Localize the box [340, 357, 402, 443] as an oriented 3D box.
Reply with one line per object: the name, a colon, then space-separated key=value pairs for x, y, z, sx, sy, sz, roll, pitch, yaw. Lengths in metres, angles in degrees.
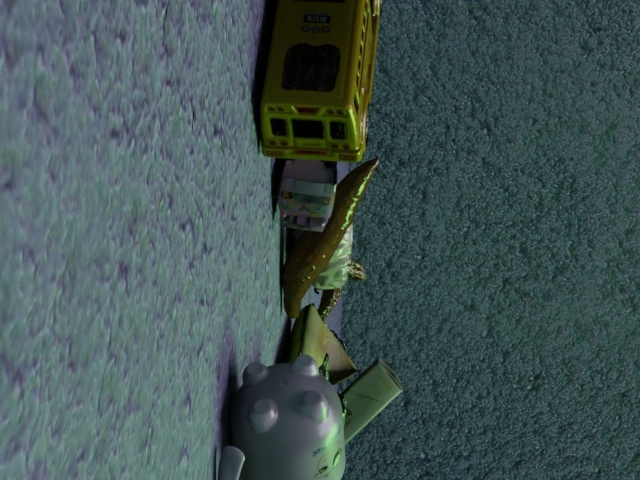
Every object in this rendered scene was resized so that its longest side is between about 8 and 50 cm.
box: x=0.036 y=0.313 z=1.713 sx=0.243 sy=0.067 sz=0.155 roll=-44 pitch=176 yaw=0

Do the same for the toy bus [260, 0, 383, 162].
toy bus: x=0.005 y=-0.268 z=1.274 sx=0.151 sy=0.145 sz=0.331 roll=81 pitch=13 yaw=-61

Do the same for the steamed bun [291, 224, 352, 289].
steamed bun: x=0.000 y=0.000 z=1.680 sx=0.183 sy=0.106 sz=0.183 roll=-175 pitch=-90 yaw=-90

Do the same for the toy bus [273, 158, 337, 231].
toy bus: x=-0.014 y=-0.135 z=1.502 sx=0.274 sy=0.090 sz=0.112 roll=-82 pitch=180 yaw=-51

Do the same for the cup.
cup: x=-0.057 y=0.218 z=1.126 sx=0.134 sy=0.173 sz=0.142 roll=53 pitch=-26 yaw=44

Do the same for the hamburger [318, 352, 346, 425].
hamburger: x=-0.034 y=0.264 z=1.326 sx=0.214 sy=0.125 sz=0.235 roll=103 pitch=-5 yaw=-80

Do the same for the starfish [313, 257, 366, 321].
starfish: x=0.017 y=0.029 z=1.961 sx=0.312 sy=0.113 sz=0.303 roll=47 pitch=43 yaw=-72

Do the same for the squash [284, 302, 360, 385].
squash: x=-0.013 y=0.237 z=1.684 sx=0.169 sy=0.093 sz=0.252 roll=54 pitch=14 yaw=-14

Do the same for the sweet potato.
sweet potato: x=0.004 y=-0.010 z=1.548 sx=0.314 sy=0.066 sz=0.072 roll=-59 pitch=-148 yaw=22
